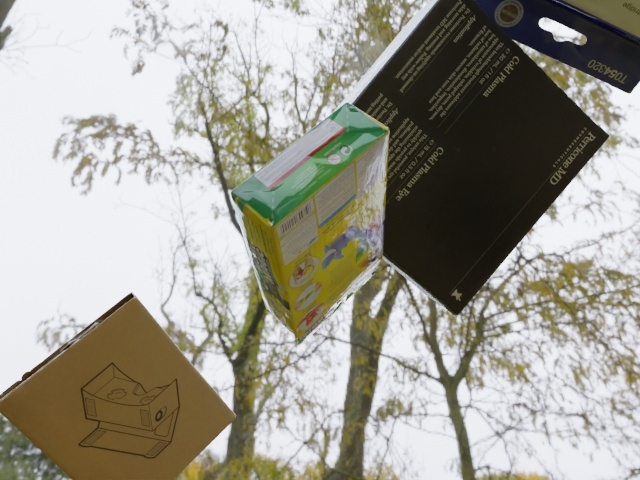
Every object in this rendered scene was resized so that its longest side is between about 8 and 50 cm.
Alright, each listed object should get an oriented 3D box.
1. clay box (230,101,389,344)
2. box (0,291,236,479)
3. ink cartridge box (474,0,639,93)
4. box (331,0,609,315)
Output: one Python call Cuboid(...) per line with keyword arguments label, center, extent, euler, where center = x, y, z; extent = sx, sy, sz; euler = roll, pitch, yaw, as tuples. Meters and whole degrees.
Cuboid(label="clay box", center=(0.000, 0.000, 0.521), extent=(0.127, 0.053, 0.222), euler=(-41, -26, -21))
Cuboid(label="box", center=(-0.205, 0.180, 0.615), extent=(0.021, 0.164, 0.201), euler=(15, -39, 57))
Cuboid(label="ink cartridge box", center=(0.421, -0.391, 0.807), extent=(0.324, 0.071, 0.330), euler=(20, -51, -8))
Cuboid(label="box", center=(0.173, -0.127, 0.868), extent=(0.312, 0.179, 0.343), euler=(40, -88, -11))
